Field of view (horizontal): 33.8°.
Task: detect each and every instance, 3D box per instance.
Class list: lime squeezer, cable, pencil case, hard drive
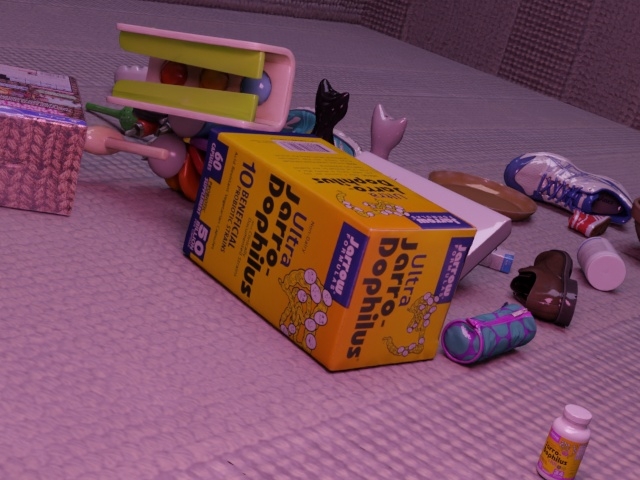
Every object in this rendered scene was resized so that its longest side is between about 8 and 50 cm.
[{"bbox_3d":[-0.322,-0.217,2.039,0.310,0.058,0.110,16,-14,3],"label":"lime squeezer"},{"bbox_3d":[-0.260,-0.221,1.998,0.139,0.072,0.287,39,29,11],"label":"cable"},{"bbox_3d":[0.231,0.125,1.439,0.152,0.070,0.064,-10,48,-49],"label":"pencil case"},{"bbox_3d":[0.121,-0.029,1.693,0.307,0.040,0.203,30,56,35],"label":"hard drive"}]

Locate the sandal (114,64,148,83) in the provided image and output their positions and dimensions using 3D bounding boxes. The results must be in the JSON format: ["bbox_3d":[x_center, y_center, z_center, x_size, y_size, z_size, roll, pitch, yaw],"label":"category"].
[{"bbox_3d":[-0.251,-0.300,2.251,0.416,0.102,0.169,10,0,25],"label":"sandal"}]

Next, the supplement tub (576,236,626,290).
[{"bbox_3d":[0.504,0.041,1.897,0.071,0.071,0.107,15,19,-1],"label":"supplement tub"}]

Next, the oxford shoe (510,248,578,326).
[{"bbox_3d":[0.357,0.061,1.709,0.096,0.082,0.227,12,17,5],"label":"oxford shoe"}]

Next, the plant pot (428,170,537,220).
[{"bbox_3d":[0.334,-0.090,2.197,0.236,0.032,0.236,13,19,-5],"label":"plant pot"}]

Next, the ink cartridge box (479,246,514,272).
[{"bbox_3d":[0.293,0.026,1.836,0.083,0.028,0.048,18,18,8],"label":"ink cartridge box"}]

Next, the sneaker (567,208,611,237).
[{"bbox_3d":[0.565,-0.040,2.220,0.067,0.042,0.118,30,25,28],"label":"sneaker"}]

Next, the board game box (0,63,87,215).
[{"bbox_3d":[-0.489,-0.168,1.597,0.232,0.141,0.291,9,20,-19],"label":"board game box"}]

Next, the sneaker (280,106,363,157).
[{"bbox_3d":[-0.021,-0.194,2.118,0.110,0.107,0.275,-10,30,-33],"label":"sneaker"}]

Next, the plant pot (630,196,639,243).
[{"bbox_3d":[0.728,0.005,2.116,0.237,0.109,0.237,14,18,-5],"label":"plant pot"}]

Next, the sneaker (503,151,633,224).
[{"bbox_3d":[0.553,-0.114,2.316,0.296,0.111,0.131,13,19,-5],"label":"sneaker"}]

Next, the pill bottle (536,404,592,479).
[{"bbox_3d":[0.271,0.224,1.164,0.043,0.083,0.043,14,18,-5],"label":"pill bottle"}]

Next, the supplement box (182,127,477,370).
[{"bbox_3d":[0.000,0.000,1.419,0.195,0.194,0.356,-2,25,-41],"label":"supplement box"}]

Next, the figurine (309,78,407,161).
[{"bbox_3d":[0.053,-0.162,1.901,0.215,0.209,0.092,27,22,31],"label":"figurine"}]

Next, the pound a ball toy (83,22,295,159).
[{"bbox_3d":[-0.205,-0.211,1.610,0.319,0.208,0.136,13,8,30],"label":"pound a ball toy"}]

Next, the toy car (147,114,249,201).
[{"bbox_3d":[-0.180,-0.147,1.733,0.159,0.182,0.136,17,16,-49],"label":"toy car"}]
